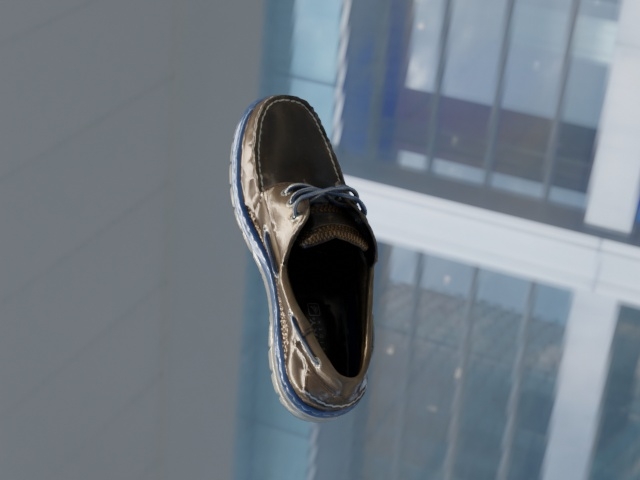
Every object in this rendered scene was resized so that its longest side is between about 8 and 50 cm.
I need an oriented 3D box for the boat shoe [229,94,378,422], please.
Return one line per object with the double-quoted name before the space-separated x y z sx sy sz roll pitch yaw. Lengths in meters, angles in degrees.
"boat shoe" 0.000 0.000 0.760 0.066 0.066 0.183 137 123 -61
